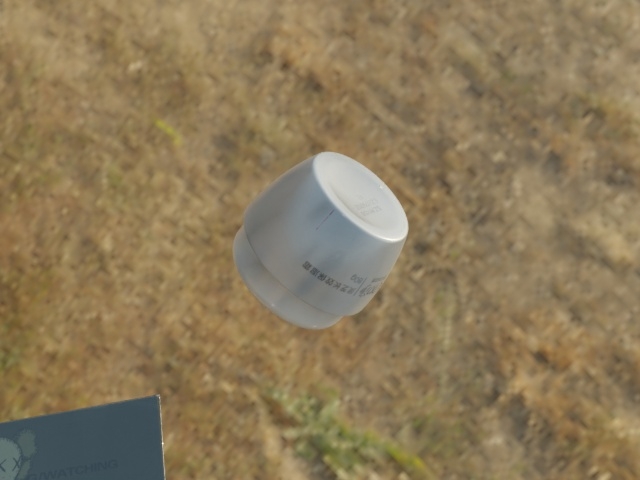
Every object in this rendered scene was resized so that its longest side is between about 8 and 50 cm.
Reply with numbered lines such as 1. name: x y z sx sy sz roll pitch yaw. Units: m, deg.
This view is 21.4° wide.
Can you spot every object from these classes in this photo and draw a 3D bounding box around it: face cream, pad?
1. face cream: 0.000 0.000 1.269 0.117 0.104 0.117 32 28 -20
2. pad: -0.207 0.184 1.252 0.190 0.004 0.127 -10 55 1
